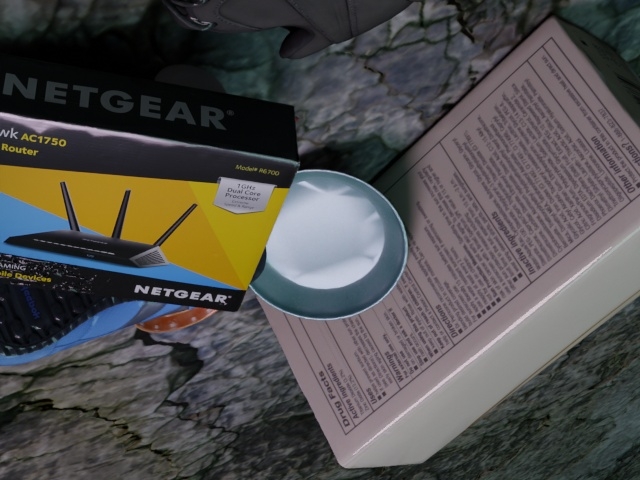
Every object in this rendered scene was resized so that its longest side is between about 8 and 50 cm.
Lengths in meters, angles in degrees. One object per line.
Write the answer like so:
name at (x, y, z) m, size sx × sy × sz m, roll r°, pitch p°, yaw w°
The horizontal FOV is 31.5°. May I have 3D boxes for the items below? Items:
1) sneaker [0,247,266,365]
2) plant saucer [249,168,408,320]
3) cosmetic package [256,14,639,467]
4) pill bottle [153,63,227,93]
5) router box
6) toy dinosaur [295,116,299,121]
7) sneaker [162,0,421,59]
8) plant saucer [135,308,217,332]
sneaker at (-0.135, 0.025, 0.717) m, size 0.209 × 0.069 × 0.082 m, roll -18°, pitch 178°, yaw -32°
plant saucer at (0.000, 0.000, 0.773) m, size 0.119 × 0.021 × 0.119 m, roll 2°, pitch 120°, yaw 3°
cosmetic package at (0.115, 0.012, 0.805) m, size 0.309 × 0.160 × 0.113 m, roll -43°, pitch 149°, yaw 26°
pill bottle at (-0.085, -0.056, 0.637) m, size 0.043 × 0.043 × 0.083 m, roll -6°, pitch 143°, yaw -36°
router box at (-0.114, -0.026, 0.595) m, size 0.178 × 0.046 × 0.133 m, roll 8°, pitch 139°, yaw -15°
toy dinosaur at (-0.043, -0.032, 0.685) m, size 0.047 × 0.090 × 0.082 m, roll -25°, pitch 108°, yaw -28°
sneaker at (-0.037, -0.149, 0.474) m, size 0.130 × 0.109 × 0.286 m, roll -32°, pitch 150°, yaw 20°
plant saucer at (-0.097, 0.036, 0.805) m, size 0.083 × 0.013 × 0.083 m, roll -21°, pitch 150°, yaw -13°
